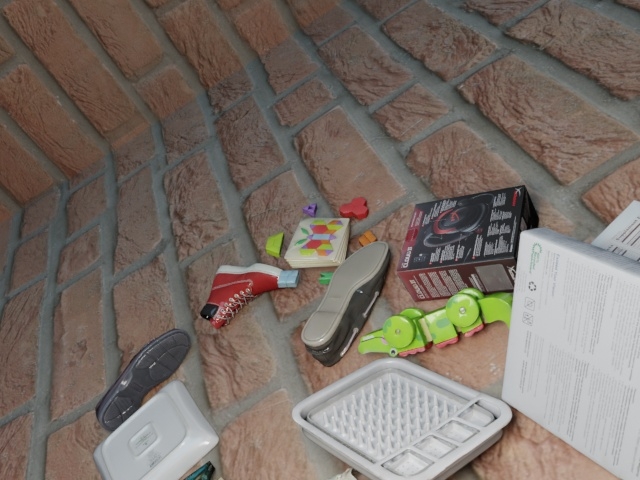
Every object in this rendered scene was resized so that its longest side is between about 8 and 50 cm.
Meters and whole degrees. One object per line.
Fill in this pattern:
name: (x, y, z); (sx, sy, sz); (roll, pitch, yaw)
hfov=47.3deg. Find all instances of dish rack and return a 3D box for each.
dish rack: (0.142, 0.334, 1.312); (0.285, 0.072, 0.332); (-23, 26, -34)

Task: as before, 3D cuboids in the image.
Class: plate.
plate: (-0.395, 0.470, 1.683); (0.277, 0.045, 0.278); (-41, 36, -10)

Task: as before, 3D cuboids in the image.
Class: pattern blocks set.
pattern blocks set: (0.000, 0.000, 1.861); (0.285, 0.026, 0.325); (-8, 38, 6)

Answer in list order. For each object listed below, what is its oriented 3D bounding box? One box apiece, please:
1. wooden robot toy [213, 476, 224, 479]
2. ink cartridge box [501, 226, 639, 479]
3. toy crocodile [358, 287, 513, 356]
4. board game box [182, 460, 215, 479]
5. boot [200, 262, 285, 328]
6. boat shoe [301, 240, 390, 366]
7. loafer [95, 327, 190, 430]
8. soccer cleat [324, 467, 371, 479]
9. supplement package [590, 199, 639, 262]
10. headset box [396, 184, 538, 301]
wooden robot toy: (-0.238, 0.556, 1.446); (0.173, 0.079, 0.076); (-37, -7, -47)
ink cartridge box: (0.433, 0.179, 1.133); (0.071, 0.324, 0.330); (-12, 25, -31)
toy crocodile: (0.237, 0.174, 1.476); (0.340, 0.105, 0.115); (-21, -5, 20)
board game box: (-0.304, 0.532, 1.491); (0.186, 0.026, 0.126); (-36, 1, 0)
boot: (-0.196, 0.152, 1.873); (0.244, 0.088, 0.176); (-5, 52, 36)
boat shoe: (0.069, 0.141, 1.671); (0.112, 0.096, 0.335); (6, 46, 39)
loafer: (-0.458, 0.336, 1.845); (0.302, 0.109, 0.095); (-50, 33, -16)
soccer cleat: (0.052, 0.441, 1.322); (0.196, 0.076, 0.068); (-20, 37, 20)
supplement package: (0.579, 0.101, 1.188); (0.198, 0.199, 0.262); (-42, 36, -11)
headset box: (0.309, 0.010, 1.595); (0.293, 0.110, 0.218); (-10, 42, 31)
